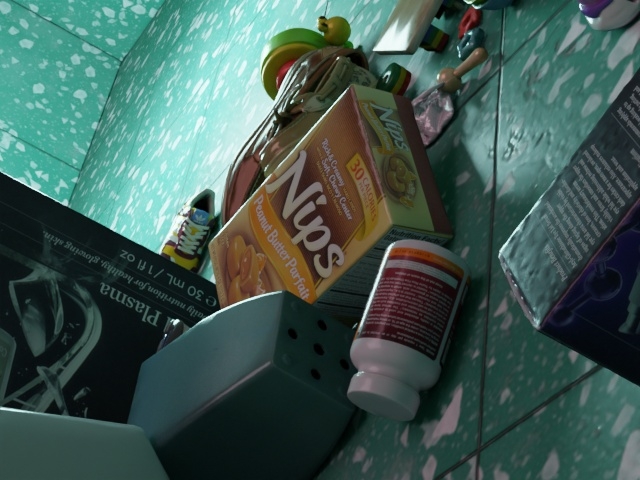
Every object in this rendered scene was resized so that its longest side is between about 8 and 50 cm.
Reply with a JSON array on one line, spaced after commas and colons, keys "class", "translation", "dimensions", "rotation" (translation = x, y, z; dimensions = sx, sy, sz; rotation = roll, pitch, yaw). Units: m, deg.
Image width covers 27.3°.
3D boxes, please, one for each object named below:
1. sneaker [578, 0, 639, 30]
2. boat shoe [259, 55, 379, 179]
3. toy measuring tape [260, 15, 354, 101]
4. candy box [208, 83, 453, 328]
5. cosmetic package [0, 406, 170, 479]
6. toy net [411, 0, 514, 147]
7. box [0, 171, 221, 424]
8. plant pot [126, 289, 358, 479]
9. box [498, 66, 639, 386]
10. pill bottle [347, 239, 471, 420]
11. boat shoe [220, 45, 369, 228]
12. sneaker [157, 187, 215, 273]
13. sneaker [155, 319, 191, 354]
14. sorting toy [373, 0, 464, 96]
[{"class": "sneaker", "translation": [0.285, -0.314, 1.201], "dimensions": [0.236, 0.105, 0.095], "rotation": [-60, 17, 3]}, {"class": "boat shoe", "translation": [-0.008, -0.148, 1.598], "dimensions": [0.104, 0.089, 0.285], "rotation": [-44, -1, 31]}, {"class": "toy measuring tape", "translation": [-0.067, -0.211, 1.973], "dimensions": [0.330, 0.121, 0.121], "rotation": [-51, 21, 29]}, {"class": "candy box", "translation": [0.000, 0.000, 1.443], "dimensions": [0.316, 0.088, 0.182], "rotation": [-46, 47, 41]}, {"class": "cosmetic package", "translation": [-0.287, 0.389, 1.148], "dimensions": [0.329, 0.327, 0.393], "rotation": [-54, 46, 19]}, {"class": "toy net", "translation": [0.152, -0.218, 1.506], "dimensions": [0.232, 0.045, 0.122], "rotation": [-61, 19, 3]}, {"class": "box", "translation": [-0.442, 0.202, 1.790], "dimensions": [0.297, 0.480, 0.471], "rotation": [-31, 35, 56]}, {"class": "plant pot", "translation": [-0.070, 0.170, 1.374], "dimensions": [0.234, 0.166, 0.165], "rotation": [-40, 27, 36]}, {"class": "box", "translation": [0.237, -0.013, 0.818], "dimensions": [0.207, 0.153, 0.108], "rotation": [-56, 20, 19]}, {"class": "pill bottle", "translation": [0.078, 0.082, 1.206], "dimensions": [0.086, 0.086, 0.152], "rotation": [-26, 39, 60]}, {"class": "boat shoe", "translation": [-0.029, -0.125, 1.741], "dimensions": [0.120, 0.123, 0.324], "rotation": [-14, 51, 62]}, {"class": "sneaker", "translation": [-0.214, -0.008, 2.140], "dimensions": [0.084, 0.070, 0.185], "rotation": [-52, 21, 41]}, {"class": "sneaker", "translation": [-0.155, 0.225, 1.593], "dimensions": [0.111, 0.129, 0.297], "rotation": [-80, 7, -45]}, {"class": "sorting toy", "translation": [0.138, -0.292, 1.648], "dimensions": [0.274, 0.046, 0.132], "rotation": [-62, 18, -1]}]
